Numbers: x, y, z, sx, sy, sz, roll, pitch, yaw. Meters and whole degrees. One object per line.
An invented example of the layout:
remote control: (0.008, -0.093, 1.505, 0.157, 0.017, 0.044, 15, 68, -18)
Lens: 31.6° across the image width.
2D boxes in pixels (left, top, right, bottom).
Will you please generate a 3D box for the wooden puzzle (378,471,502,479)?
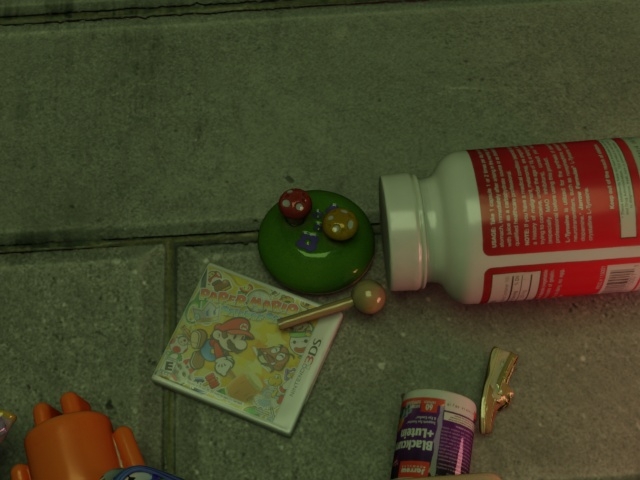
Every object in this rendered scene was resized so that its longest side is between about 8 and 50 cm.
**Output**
wooden puzzle: (0.126, 0.437, 1.370, 0.348, 0.080, 0.322, 3, 58, -24)

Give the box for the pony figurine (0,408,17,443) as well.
pony figurine: (-0.550, 0.378, 1.506, 0.351, 0.303, 0.363, 3, 64, 39)

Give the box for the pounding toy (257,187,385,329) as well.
pounding toy: (0.000, 0.000, 1.712, 0.183, 0.110, 0.237, -8, 58, -7)

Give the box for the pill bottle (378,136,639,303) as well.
pill bottle: (0.296, -0.026, 1.667, 0.408, 0.229, 0.229, -4, 65, -1)

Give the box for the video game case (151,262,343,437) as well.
video game case: (-0.108, 0.161, 1.702, 0.227, 0.026, 0.206, 20, 67, 11)

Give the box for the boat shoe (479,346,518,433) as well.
boat shoe: (0.260, 0.220, 1.651, 0.045, 0.050, 0.135, 10, 65, 12)

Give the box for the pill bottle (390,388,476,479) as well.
pill bottle: (0.154, 0.314, 1.578, 0.108, 0.108, 0.193, 8, 65, 5)

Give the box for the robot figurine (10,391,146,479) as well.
robot figurine: (-0.339, 0.325, 1.576, 0.158, 0.128, 0.219, -4, 60, -33)

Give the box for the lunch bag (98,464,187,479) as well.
lunch bag: (-0.230, 0.455, 1.461, 0.243, 0.115, 0.303, 29, 65, -24)
